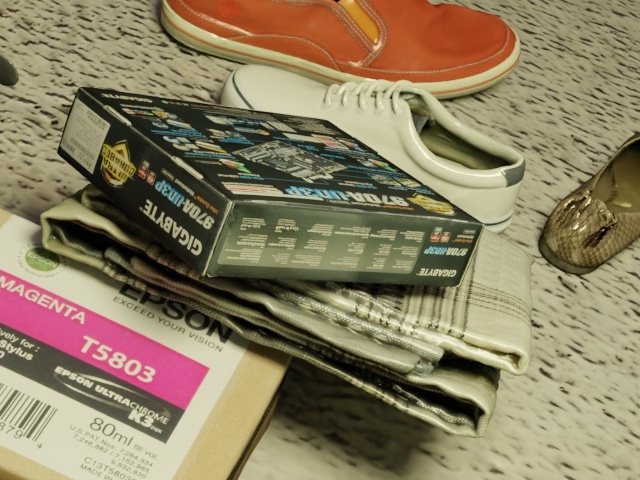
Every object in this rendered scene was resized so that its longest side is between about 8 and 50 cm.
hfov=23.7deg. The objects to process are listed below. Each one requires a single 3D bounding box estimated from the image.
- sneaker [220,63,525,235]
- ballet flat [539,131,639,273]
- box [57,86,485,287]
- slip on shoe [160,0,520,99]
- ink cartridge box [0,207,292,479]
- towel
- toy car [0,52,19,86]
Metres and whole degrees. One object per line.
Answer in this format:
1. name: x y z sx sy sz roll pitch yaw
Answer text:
1. sneaker: 0.047 -0.092 1.223 0.258 0.091 0.094 24 39 3
2. ballet flat: 0.267 -0.046 1.299 0.084 0.058 0.250 39 42 19
3. box: -0.030 -0.034 0.972 0.220 0.051 0.175 3 24 -43
4. slip on shoe: 0.029 -0.201 1.336 0.331 0.101 0.123 10 38 -17
5. ink cartridge box: -0.157 0.097 0.913 0.235 0.088 0.193 24 40 3
6. towel: 0.000 0.000 1.051 0.312 0.056 0.324 24 20 3
7. toy car: -0.308 -0.137 1.079 0.188 0.155 0.149 37 39 -1
